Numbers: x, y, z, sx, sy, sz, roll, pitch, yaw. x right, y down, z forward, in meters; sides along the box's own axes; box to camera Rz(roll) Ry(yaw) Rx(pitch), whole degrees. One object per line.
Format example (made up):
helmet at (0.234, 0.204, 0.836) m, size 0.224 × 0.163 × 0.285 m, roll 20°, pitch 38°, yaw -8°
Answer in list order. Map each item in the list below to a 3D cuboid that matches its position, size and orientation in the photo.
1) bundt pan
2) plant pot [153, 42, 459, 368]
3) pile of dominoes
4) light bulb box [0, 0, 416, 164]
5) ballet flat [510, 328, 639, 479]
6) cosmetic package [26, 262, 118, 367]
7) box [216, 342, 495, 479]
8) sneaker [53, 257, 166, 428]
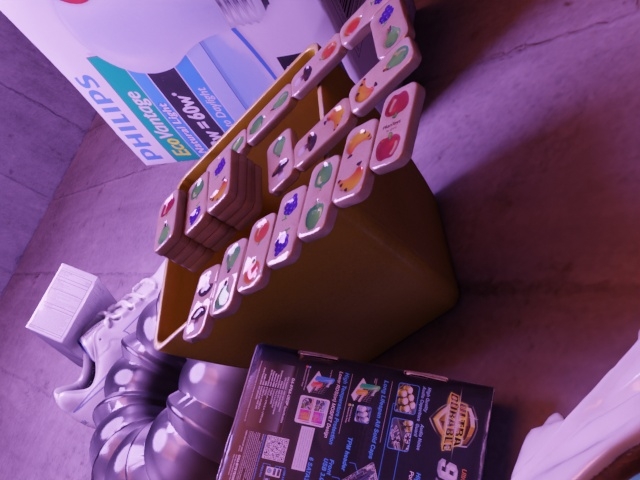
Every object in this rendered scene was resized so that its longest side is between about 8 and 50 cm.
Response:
bundt pan at (-0.135, 0.160, 0.733) m, size 0.331 × 0.124 × 0.330 m, roll -36°, pitch 37°, yaw 33°
plant pot at (0.000, 0.000, 0.610) m, size 0.212 × 0.187 × 0.212 m, roll -40°, pitch 35°, yaw 30°
pile of dominoes at (-0.033, -0.064, 0.489) m, size 0.251 × 0.040 × 0.196 m, roll -41°, pitch 34°, yaw 29°
light bulb box at (-0.124, -0.287, 0.771) m, size 0.361 × 0.358 × 0.225 m, roll -3°, pitch 57°, yaw 26°
ballet flat at (0.184, 0.094, 0.340) m, size 0.400 × 0.139 × 0.139 m, roll -52°, pitch 31°, yaw 4°
cosmetic package at (-0.340, 0.123, 0.997) m, size 0.239 × 0.061 × 0.098 m, roll 97°, pitch -164°, yaw -67°
box at (0.014, 0.191, 0.460) m, size 0.175 × 0.051 × 0.220 m, roll 8°, pitch 64°, yaw 15°
sneaker at (-0.241, 0.121, 0.917) m, size 0.111 × 0.129 × 0.297 m, roll 5°, pitch 67°, yaw 58°
